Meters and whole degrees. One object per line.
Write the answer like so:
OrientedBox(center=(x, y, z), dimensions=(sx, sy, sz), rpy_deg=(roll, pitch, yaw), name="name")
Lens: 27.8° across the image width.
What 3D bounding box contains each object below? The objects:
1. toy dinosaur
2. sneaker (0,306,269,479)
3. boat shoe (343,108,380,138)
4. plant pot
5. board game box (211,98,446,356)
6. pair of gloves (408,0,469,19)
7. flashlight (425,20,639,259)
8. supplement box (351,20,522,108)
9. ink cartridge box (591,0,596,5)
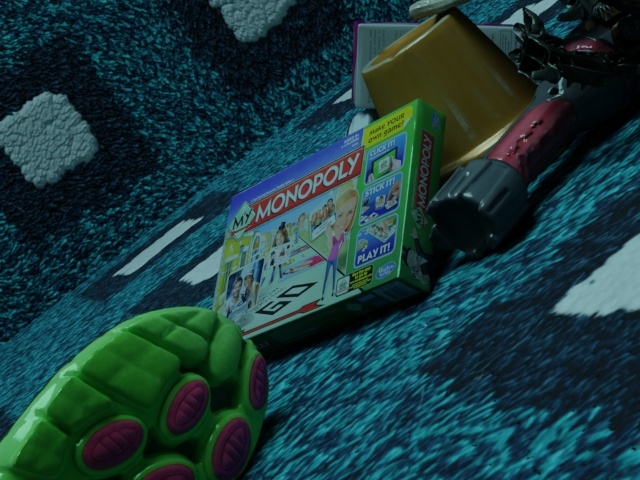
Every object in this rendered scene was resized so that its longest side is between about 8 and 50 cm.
OrientedBox(center=(0.312, -0.208, 1.223), dimensions=(0.322, 0.218, 0.164), rpy_deg=(-94, 16, -64), name="toy dinosaur")
OrientedBox(center=(-0.243, 0.224, 1.118), dimensions=(0.483, 0.185, 0.202), rpy_deg=(-41, 16, -27), name="sneaker")
OrientedBox(center=(0.036, -0.073, 1.652), dimensions=(0.119, 0.121, 0.335), rpy_deg=(-27, 16, 22), name="boat shoe")
OrientedBox(center=(0.149, -0.148, 1.445), dimensions=(0.205, 0.188, 0.205), rpy_deg=(-35, 11, 8), name="plant pot")
OrientedBox(center=(0.000, 0.000, 1.395), dimensions=(0.317, 0.046, 0.213), rpy_deg=(-25, 48, 44), name="board game box")
OrientedBox(center=(0.225, -0.317, 1.410), dimensions=(0.240, 0.042, 0.204), rpy_deg=(-36, 16, -36), name="pair of gloves")
OrientedBox(center=(0.225, -0.107, 1.294), dimensions=(0.103, 0.103, 0.304), rpy_deg=(18, 49, 33), name="flashlight")
OrientedBox(center=(0.152, -0.229, 1.699), dimensions=(0.220, 0.114, 0.111), rpy_deg=(0, 12, -2), name="supplement box")
OrientedBox(center=(0.359, -0.311, 1.570), dimensions=(0.093, 0.154, 0.212), rpy_deg=(-31, 11, 15), name="ink cartridge box")
